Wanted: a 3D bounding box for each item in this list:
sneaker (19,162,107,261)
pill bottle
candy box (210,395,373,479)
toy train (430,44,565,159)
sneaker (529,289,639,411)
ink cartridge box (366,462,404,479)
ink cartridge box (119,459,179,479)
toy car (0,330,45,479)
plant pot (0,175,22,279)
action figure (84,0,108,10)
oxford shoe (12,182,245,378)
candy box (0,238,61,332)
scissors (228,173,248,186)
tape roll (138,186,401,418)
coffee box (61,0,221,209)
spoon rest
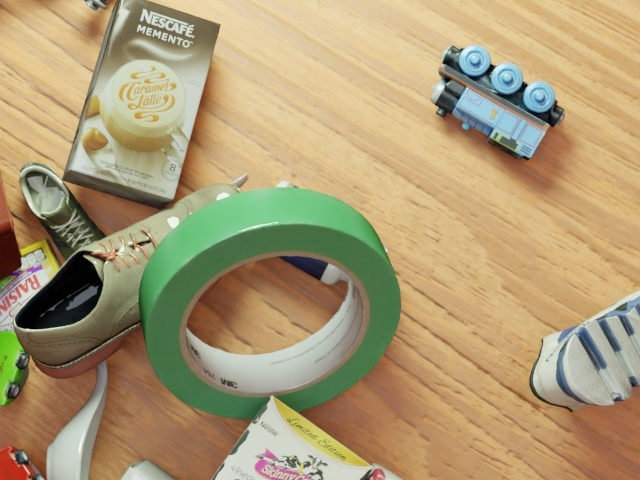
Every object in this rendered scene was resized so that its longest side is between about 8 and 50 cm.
[{"bbox_3d":[-0.341,-0.024,1.799,0.064,0.086,0.192,-36,85,-2],"label":"sneaker"},{"bbox_3d":[0.000,0.000,1.785,0.169,0.094,0.094,29,86,4],"label":"pill bottle"},{"bbox_3d":[-0.065,0.331,1.664,0.159,0.071,0.233,35,72,1],"label":"candy box"},{"bbox_3d":[0.232,-0.186,1.807,0.184,0.080,0.105,30,92,4],"label":"toy train"},{"bbox_3d":[0.383,0.132,1.752,0.316,0.182,0.127,-20,86,-30],"label":"sneaker"},{"bbox_3d":[0.037,0.440,1.677,0.131,0.226,0.306,35,85,3],"label":"ink cartridge box"},{"bbox_3d":[-0.235,0.453,1.736,0.207,0.117,0.283,34,86,4],"label":"ink cartridge box"},{"bbox_3d":[-0.432,0.231,1.784,0.239,0.053,0.224,17,82,14],"label":"toy car"},{"bbox_3d":[-0.517,-0.043,1.721,0.236,0.267,0.267,-13,76,-13],"label":"plant pot"},{"bbox_3d":[-0.349,-0.390,1.829,0.285,0.099,0.185,-9,68,-4],"label":"action figure"},{"bbox_3d":[-0.232,0.038,1.710,0.348,0.130,0.123,-41,64,-10],"label":"oxford shoe"},{"bbox_3d":[-0.438,0.089,1.821,0.206,0.027,0.105,-27,87,-1],"label":"candy box"},{"bbox_3d":[-0.223,-0.003,1.805,0.109,0.021,0.297,41,87,-24],"label":"scissors"},{"bbox_3d":[-0.062,0.084,1.685,0.321,0.077,0.321,-8,129,-10],"label":"tape roll"},{"bbox_3d":[-0.236,-0.181,1.780,0.141,0.098,0.246,16,79,-14],"label":"coffee box"},{"bbox_3d":[-0.315,0.237,1.763,0.084,0.137,0.276,-4,72,-7],"label":"spoon rest"}]
